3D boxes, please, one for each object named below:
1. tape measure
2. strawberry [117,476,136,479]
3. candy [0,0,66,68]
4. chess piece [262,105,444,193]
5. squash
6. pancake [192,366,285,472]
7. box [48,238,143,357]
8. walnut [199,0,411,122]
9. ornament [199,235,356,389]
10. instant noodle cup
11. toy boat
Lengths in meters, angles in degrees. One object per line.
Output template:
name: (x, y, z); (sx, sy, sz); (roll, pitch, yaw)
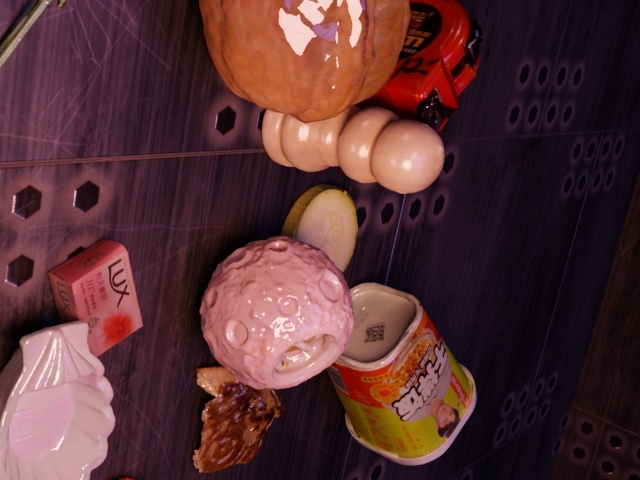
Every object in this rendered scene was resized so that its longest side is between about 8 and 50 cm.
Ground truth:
tape measure: (0.160, -0.316, 1.682); (0.260, 0.253, 0.114); (-53, 140, -20)
strawberry: (-0.311, 0.472, 1.633); (0.131, 0.148, 0.131); (-39, 179, -1)
candy: (-0.330, -0.307, 1.201); (0.262, 0.073, 0.077); (-54, 171, -7)
chess piece: (0.063, -0.166, 1.598); (0.167, 0.300, 0.167); (-28, 128, -42)
squash: (-0.004, -0.001, 1.838); (0.219, 0.041, 0.219); (-29, 127, -47)
pancake: (-0.149, 0.315, 1.802); (0.212, 0.056, 0.257); (-19, 131, -39)
box: (-0.328, 0.088, 1.425); (0.111, 0.060, 0.156); (-38, 137, -38)
walnut: (-0.022, -0.335, 1.404); (0.306, 0.306, 0.344); (-23, 123, -46)
ornament: (-0.078, 0.116, 1.625); (0.259, 0.225, 0.259); (-23, 147, -16)
instant noodle cup: (0.146, 0.265, 2.012); (0.294, 0.294, 0.308); (-50, 135, -23)
toy boat: (-0.395, 0.246, 1.386); (0.199, 0.100, 0.290); (-16, 122, -50)
